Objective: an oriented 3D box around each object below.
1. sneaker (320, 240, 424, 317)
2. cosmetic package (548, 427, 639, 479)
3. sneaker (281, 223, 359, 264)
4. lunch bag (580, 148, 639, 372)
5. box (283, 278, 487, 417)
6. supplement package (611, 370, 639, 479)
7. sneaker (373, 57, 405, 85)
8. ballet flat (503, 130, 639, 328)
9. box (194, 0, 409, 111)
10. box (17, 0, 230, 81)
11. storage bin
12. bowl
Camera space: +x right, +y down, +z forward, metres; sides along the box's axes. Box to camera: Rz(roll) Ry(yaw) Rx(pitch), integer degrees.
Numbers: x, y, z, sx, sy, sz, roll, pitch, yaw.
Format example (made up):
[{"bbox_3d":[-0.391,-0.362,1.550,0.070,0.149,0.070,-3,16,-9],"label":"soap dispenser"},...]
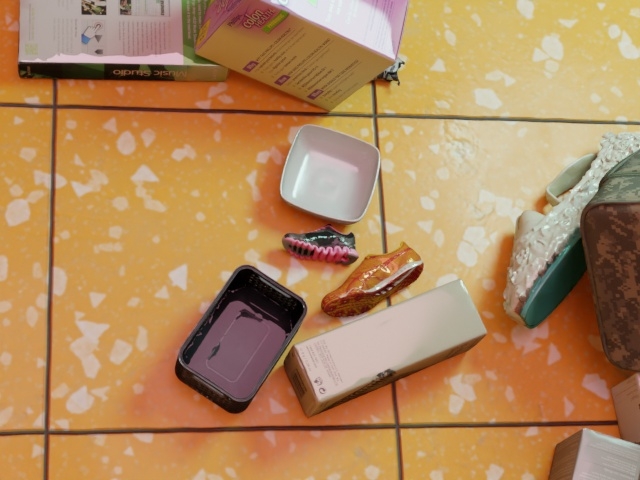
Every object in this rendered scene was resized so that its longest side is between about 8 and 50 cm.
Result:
[{"bbox_3d":[0.071,0.061,1.856,0.175,0.064,0.067,-26,57,-23],"label":"sneaker"},{"bbox_3d":[0.368,0.397,1.742,0.107,0.127,0.238,16,70,-3],"label":"cosmetic package"},{"bbox_3d":[0.000,0.000,1.868,0.119,0.047,0.057,11,62,-14],"label":"sneaker"},{"bbox_3d":[0.520,0.017,1.798,0.256,0.212,0.305,-44,125,-48],"label":"lunch bag"},{"bbox_3d":[0.092,0.155,1.789,0.275,0.113,0.094,-20,75,-15],"label":"box"},{"bbox_3d":[0.508,0.285,1.819,0.105,0.105,0.179,-4,70,-12],"label":"supplement package"},{"bbox_3d":[0.097,-0.266,1.982,0.069,0.038,0.098,42,69,7],"label":"sneaker"},{"bbox_3d":[0.385,-0.026,1.917,0.147,0.147,0.409,44,66,7],"label":"ballet flat"},{"bbox_3d":[-0.030,-0.322,1.855,0.243,0.213,0.117,21,67,-21],"label":"box"},{"bbox_3d":[-0.307,-0.363,1.938,0.322,0.058,0.232,0,70,-9],"label":"box"},{"bbox_3d":[-0.114,0.141,1.771,0.122,0.084,0.180,33,69,2],"label":"storage bin"},{"bbox_3d":[0.012,-0.094,1.897,0.142,0.053,0.142,18,67,-3],"label":"bowl"}]
